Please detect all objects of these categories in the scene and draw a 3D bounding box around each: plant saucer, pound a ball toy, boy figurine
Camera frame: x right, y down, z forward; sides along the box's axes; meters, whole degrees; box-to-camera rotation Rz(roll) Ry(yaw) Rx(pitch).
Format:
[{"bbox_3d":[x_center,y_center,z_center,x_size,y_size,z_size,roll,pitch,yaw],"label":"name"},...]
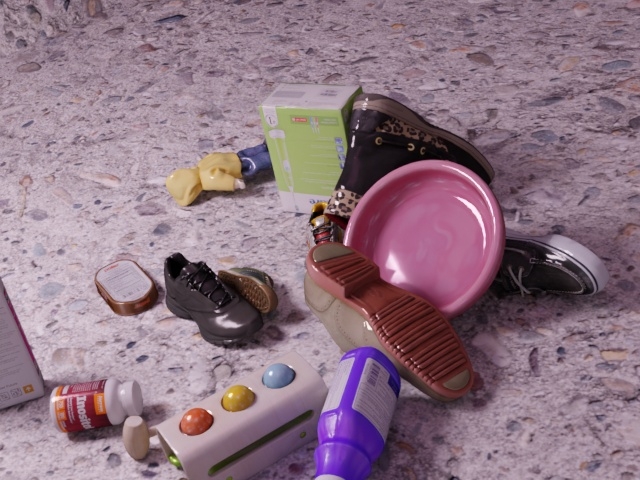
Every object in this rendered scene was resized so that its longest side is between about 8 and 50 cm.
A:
[{"bbox_3d":[0.204,0.012,1.885,0.332,0.084,0.332,-12,66,28],"label":"plant saucer"},{"bbox_3d":[-0.168,0.293,1.666,0.319,0.136,0.208,-26,36,-20],"label":"pound a ball toy"},{"bbox_3d":[-0.235,-0.163,2.403,0.285,0.092,0.177,-22,35,-13],"label":"boy figurine"}]

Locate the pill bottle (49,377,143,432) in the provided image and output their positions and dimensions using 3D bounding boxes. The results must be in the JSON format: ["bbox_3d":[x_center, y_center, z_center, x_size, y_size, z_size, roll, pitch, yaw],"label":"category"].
[{"bbox_3d":[-0.405,0.297,1.782,0.152,0.086,0.086,-10,33,5],"label":"pill bottle"}]

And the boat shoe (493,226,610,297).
[{"bbox_3d":[0.389,0.056,1.869,0.119,0.121,0.335,-40,31,-24],"label":"boat shoe"}]

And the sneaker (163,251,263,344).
[{"bbox_3d":[-0.228,0.113,1.958,0.286,0.130,0.109,22,45,39],"label":"sneaker"}]

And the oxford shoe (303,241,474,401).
[{"bbox_3d":[0.117,0.167,1.779,0.140,0.146,0.397,-19,50,-35],"label":"oxford shoe"}]

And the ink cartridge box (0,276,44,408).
[{"bbox_3d":[-0.652,0.161,1.809,0.176,0.371,0.069,-17,34,-8],"label":"ink cartridge box"}]

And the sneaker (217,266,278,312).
[{"bbox_3d":[-0.126,0.092,1.999,0.086,0.064,0.192,-10,20,-37],"label":"sneaker"}]

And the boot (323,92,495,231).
[{"bbox_3d":[0.188,-0.114,2.101,0.138,0.377,0.284,-1,65,56],"label":"boot"}]

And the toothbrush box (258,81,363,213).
[{"bbox_3d":[0.001,-0.202,2.206,0.206,0.283,0.122,6,37,27],"label":"toothbrush box"}]

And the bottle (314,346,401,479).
[{"bbox_3d":[0.053,0.304,1.589,0.092,0.118,0.283,-22,30,33],"label":"bottle"}]

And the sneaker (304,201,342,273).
[{"bbox_3d":[0.000,0.000,2.081,0.088,0.093,0.225,-10,34,4],"label":"sneaker"}]

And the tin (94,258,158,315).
[{"bbox_3d":[-0.422,0.099,2.129,0.106,0.040,0.190,-24,35,-24],"label":"tin"}]
